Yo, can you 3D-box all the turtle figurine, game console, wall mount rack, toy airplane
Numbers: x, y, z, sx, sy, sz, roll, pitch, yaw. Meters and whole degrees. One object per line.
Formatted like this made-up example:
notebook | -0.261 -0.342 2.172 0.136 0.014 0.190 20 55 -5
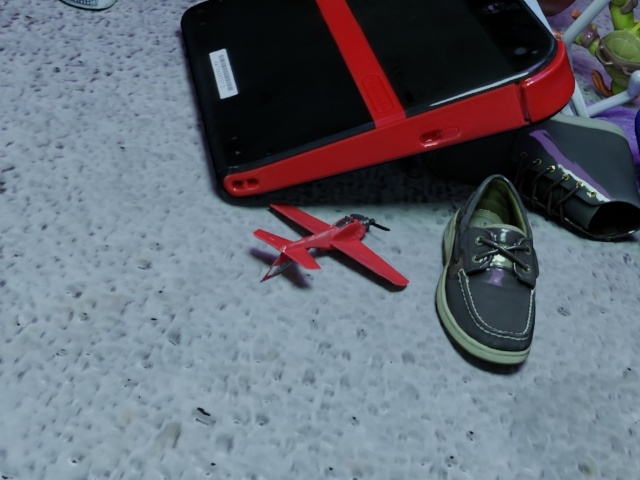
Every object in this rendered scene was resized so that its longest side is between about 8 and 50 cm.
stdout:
turtle figurine | 0.362 -0.241 1.461 0.087 0.217 0.269 -36 55 -22
game console | 0.042 -0.188 1.233 0.342 0.060 0.386 -18 35 -1
wall mount rack | 0.256 -0.289 1.289 0.130 0.304 0.350 -23 65 2
toy airplane | 0.000 0.000 1.045 0.151 0.028 0.151 11 30 -6

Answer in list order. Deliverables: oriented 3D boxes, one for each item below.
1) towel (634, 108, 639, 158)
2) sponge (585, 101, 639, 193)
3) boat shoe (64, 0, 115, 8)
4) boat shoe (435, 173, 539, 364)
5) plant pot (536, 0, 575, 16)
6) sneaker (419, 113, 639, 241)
towel | 0.427 -0.006 1.185 0.228 0.076 0.308 8 41 -3
sponge | 0.362 -0.085 1.346 0.117 0.031 0.210 10 32 -9
boat shoe | -0.247 -0.354 1.442 0.095 0.084 0.258 11 32 -9
boat shoe | 0.145 0.016 1.042 0.080 0.073 0.223 13 31 -4
plant pot | 0.212 -0.418 1.610 0.265 0.272 0.272 7 31 -29
sneaker | 0.211 -0.066 1.197 0.222 0.083 0.118 1 46 -10
